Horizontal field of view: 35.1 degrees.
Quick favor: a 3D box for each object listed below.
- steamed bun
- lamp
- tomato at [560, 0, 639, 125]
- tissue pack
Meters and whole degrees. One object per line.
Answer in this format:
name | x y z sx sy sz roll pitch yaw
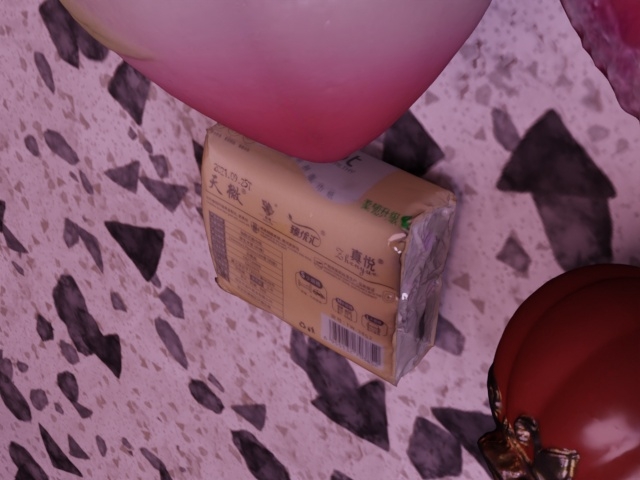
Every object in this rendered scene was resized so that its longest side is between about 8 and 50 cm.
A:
steamed bun | -0.020 -0.185 0.595 0.309 0.309 0.309 24 130 31
lamp | 0.201 0.126 0.654 0.227 0.227 0.227 24 130 31
tomato | 0.248 -0.195 0.435 0.290 0.176 0.335 49 144 40
tissue pack | 0.000 0.000 0.859 0.222 0.090 0.186 27 134 31
